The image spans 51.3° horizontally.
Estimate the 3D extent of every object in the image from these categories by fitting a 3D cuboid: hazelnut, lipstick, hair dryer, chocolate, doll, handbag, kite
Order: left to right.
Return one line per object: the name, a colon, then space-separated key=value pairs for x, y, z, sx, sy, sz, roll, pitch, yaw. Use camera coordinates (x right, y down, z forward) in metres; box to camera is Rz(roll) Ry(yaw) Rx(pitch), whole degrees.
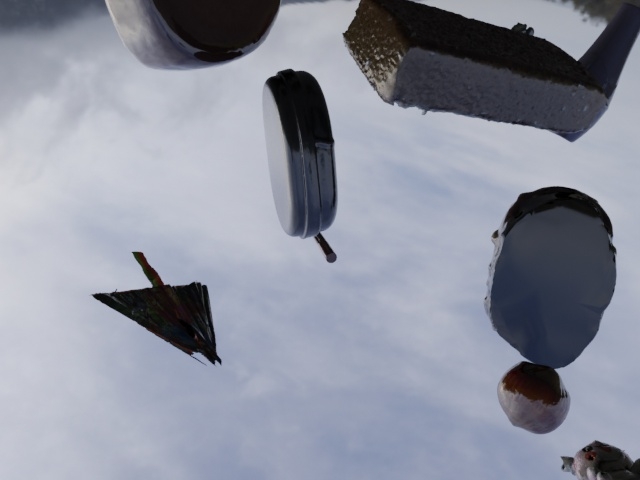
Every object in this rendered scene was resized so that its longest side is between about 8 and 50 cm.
kite: x=-0.179 y=0.079 z=0.798 sx=0.183 sy=0.014 sz=0.241 roll=51 pitch=-164 yaw=18
handbag: x=-0.040 y=-0.157 z=1.211 sx=0.093 sy=0.308 sz=0.254 roll=-9 pitch=-154 yaw=-11
lipstick: x=0.001 y=0.000 z=1.524 sx=0.027 sy=0.027 sz=0.176 roll=3 pitch=-155 yaw=-19
hazelnut: x=0.252 y=0.186 z=0.790 sx=0.086 sy=0.086 sz=0.086 roll=10 pitch=-156 yaw=-4
chocolate: x=0.439 y=0.053 z=1.310 sx=0.225 sy=0.340 sz=0.210 roll=6 pitch=-162 yaw=9
hair dryer: x=0.508 y=-0.377 z=1.362 sx=0.361 sy=0.301 sz=0.121 roll=11 pitch=-156 yaw=-42
doll: x=0.558 y=0.447 z=1.264 sx=0.149 sy=0.095 sz=0.192 roll=-7 pitch=-172 yaw=-5

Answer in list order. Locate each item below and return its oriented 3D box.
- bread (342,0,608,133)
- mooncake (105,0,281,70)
bread: x=0.247 y=-0.262 z=1.028 sx=0.417 sy=0.113 sz=0.165 roll=3 pitch=-135 yaw=-30
mooncake: x=-0.233 y=-0.452 z=1.168 sx=0.174 sy=0.325 sz=0.334 roll=8 pitch=161 yaw=44
